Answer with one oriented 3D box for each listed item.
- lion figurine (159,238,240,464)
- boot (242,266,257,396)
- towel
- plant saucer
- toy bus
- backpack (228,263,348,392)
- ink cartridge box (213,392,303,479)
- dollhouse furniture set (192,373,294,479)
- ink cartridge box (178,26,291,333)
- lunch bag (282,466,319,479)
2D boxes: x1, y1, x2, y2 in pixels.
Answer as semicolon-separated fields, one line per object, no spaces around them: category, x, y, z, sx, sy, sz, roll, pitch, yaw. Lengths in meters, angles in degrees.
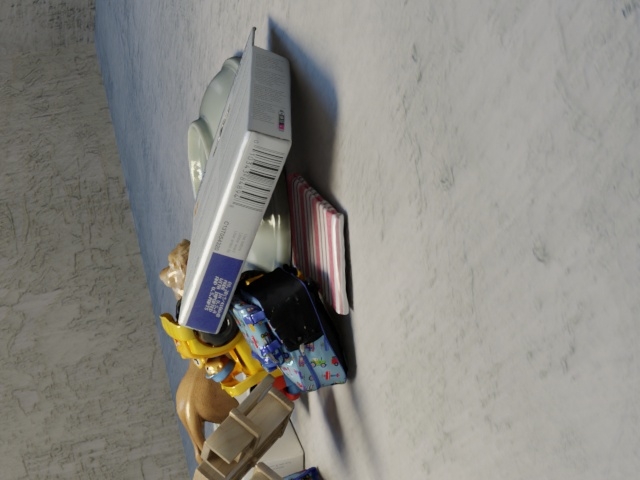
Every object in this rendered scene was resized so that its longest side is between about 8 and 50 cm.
lion figurine;-0.181;0.202;2.010;0.240;0.142;0.392;58;-159;-49
boot;-0.095;0.173;1.926;0.123;0.095;0.258;-101;-8;-63
towel;0.000;0.000;1.649;0.197;0.029;0.144;-135;37;-61
plant saucer;-0.150;-0.101;1.998;0.400;0.100;0.401;169;90;-76
toy bus;-0.109;0.164;1.814;0.149;0.220;0.211;-162;56;-68
backpack;-0.039;0.136;1.670;0.173;0.117;0.158;64;169;-15
ink cartridge box;-0.115;0.458;2.207;0.207;0.119;0.354;-119;25;-50
dollhouse furniture set;0.007;0.390;1.711;0.355;0.174;0.303;37;149;12
ink cartridge box;-0.117;-0.091;1.697;0.330;0.071;0.324;-90;19;-57
lunch bag;-0.072;0.550;1.952;0.221;0.138;0.293;-27;80;30
